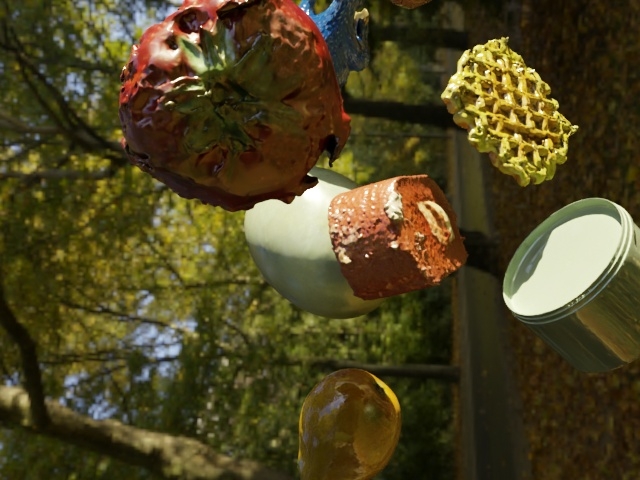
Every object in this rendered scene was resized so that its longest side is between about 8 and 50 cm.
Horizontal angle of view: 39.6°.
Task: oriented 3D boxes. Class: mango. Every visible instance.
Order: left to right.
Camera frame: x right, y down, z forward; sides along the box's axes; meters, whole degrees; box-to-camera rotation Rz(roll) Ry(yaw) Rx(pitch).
[{"bbox_3d":[0.053,0.408,1.847,0.173,0.211,0.317,-101,24,-55],"label":"mango"}]

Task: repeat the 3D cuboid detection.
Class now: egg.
[{"bbox_3d":[0.000,0.000,1.673,0.352,0.258,0.258,46,156,34],"label":"egg"}]

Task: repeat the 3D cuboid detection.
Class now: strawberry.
[{"bbox_3d":[-0.101,-0.167,1.060,0.220,0.274,0.274,-144,53,-71],"label":"strawberry"}]

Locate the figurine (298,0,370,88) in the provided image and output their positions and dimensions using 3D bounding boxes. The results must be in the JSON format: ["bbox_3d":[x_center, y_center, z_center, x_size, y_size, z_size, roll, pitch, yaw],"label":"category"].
[{"bbox_3d":[0.010,-0.359,1.637,0.121,0.164,0.262,-38,-38,-70],"label":"figurine"}]

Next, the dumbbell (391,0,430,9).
[{"bbox_3d":[0.130,-0.502,1.508,0.092,0.082,0.230,118,137,-62],"label":"dumbbell"}]

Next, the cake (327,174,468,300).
[{"bbox_3d":[0.127,-0.013,1.435,0.283,0.151,0.176,-22,-83,-61],"label":"cake"}]

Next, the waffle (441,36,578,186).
[{"bbox_3d":[0.311,-0.210,1.453,0.052,0.245,0.254,-38,7,47],"label":"waffle"}]

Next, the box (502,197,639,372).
[{"bbox_3d":[0.409,0.066,1.346,0.226,0.149,0.226,-42,22,21],"label":"box"}]
